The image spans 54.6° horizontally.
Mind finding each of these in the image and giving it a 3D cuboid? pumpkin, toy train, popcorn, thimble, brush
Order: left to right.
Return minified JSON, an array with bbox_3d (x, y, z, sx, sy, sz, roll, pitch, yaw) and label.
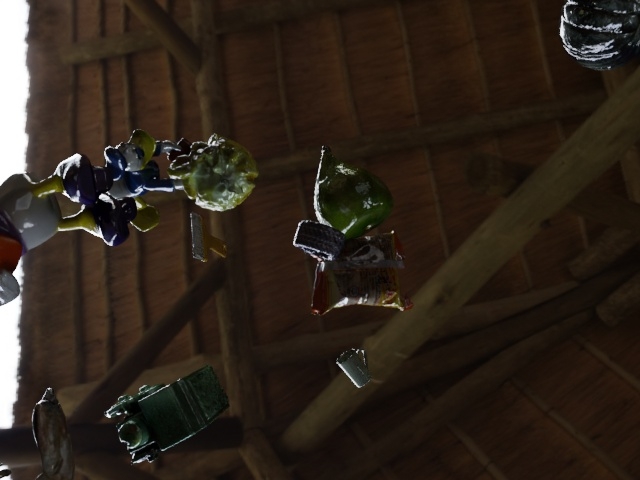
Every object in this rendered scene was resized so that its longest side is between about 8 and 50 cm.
[{"bbox_3d":[-0.359,0.405,1.488,0.238,0.299,0.167,-29,-94,6],"label":"toy train"},{"bbox_3d":[-0.254,0.006,1.444,0.272,0.013,0.103,56,28,-80],"label":"brush"},{"bbox_3d":[-0.260,-0.164,1.502,0.198,0.212,0.198,-21,-122,40],"label":"popcorn"},{"bbox_3d":[-0.002,-0.001,1.349,0.104,0.095,0.066,17,-101,18],"label":"thimble"},{"bbox_3d":[0.561,-0.439,1.195,0.162,0.220,0.221,36,-67,45],"label":"pumpkin"}]

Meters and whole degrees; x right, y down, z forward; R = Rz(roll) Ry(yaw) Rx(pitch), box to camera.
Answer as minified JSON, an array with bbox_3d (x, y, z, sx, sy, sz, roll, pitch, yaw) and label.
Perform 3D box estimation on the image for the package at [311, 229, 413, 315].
[{"bbox_3d":[0.104,0.088,1.646,0.108,0.288,0.223,137,-54,-74],"label":"package"}]

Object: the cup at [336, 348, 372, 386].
[{"bbox_3d":[0.089,0.314,1.553,0.054,0.075,0.083,-31,-79,31],"label":"cup"}]

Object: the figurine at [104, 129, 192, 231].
[{"bbox_3d":[-0.445,-0.169,1.601,0.283,0.338,0.205,-14,-100,5],"label":"figurine"}]

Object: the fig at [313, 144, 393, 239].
[{"bbox_3d":[0.057,-0.127,1.592,0.235,0.203,0.203,55,-51,14],"label":"fig"}]

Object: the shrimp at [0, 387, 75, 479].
[{"bbox_3d":[-0.448,0.277,0.814,0.085,0.246,0.360,119,-32,-62],"label":"shrimp"}]

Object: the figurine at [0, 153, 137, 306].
[{"bbox_3d":[-0.462,-0.011,0.815,0.193,0.420,0.154,-124,-164,-46],"label":"figurine"}]
